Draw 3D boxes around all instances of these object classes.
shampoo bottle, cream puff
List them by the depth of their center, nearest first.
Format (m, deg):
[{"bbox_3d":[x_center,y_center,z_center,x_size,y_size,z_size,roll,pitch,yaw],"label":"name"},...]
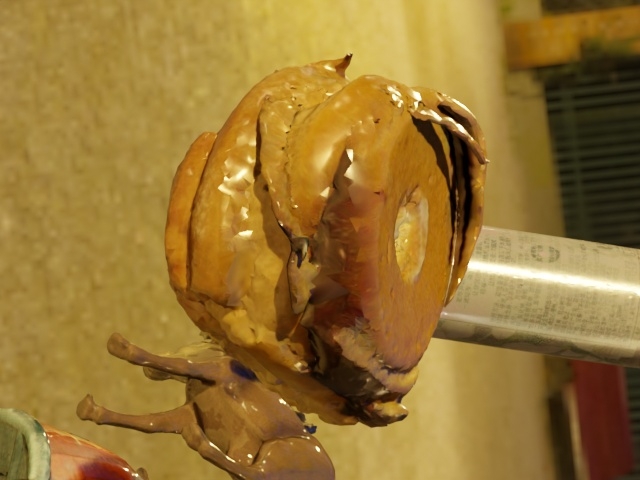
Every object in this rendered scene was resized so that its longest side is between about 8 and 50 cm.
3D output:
[{"bbox_3d":[0.000,0.000,0.651,0.119,0.104,0.133,-56,148,-44],"label":"cream puff"},{"bbox_3d":[0.082,0.024,0.992,0.072,0.214,0.072,-171,-90,-88],"label":"shampoo bottle"}]

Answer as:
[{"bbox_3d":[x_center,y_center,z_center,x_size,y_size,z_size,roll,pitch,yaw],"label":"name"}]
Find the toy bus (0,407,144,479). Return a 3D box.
[{"bbox_3d":[-0.152,0.223,0.912,0.120,0.121,0.265,19,75,-33],"label":"toy bus"}]

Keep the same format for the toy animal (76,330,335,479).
[{"bbox_3d":[-0.053,0.099,1.094,0.214,0.186,0.093,49,-57,41],"label":"toy animal"}]
